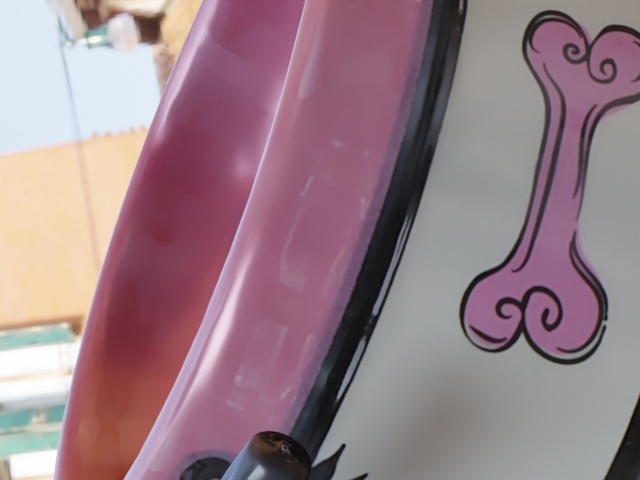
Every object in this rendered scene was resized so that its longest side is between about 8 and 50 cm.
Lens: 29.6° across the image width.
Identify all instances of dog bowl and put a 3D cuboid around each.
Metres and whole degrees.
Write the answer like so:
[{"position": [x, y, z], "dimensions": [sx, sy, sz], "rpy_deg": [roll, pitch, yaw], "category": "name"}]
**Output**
[{"position": [0.000, 0.000, 0.557], "dimensions": [0.408, 0.150, 0.408], "rpy_deg": [-160, 90, -74], "category": "dog bowl"}]

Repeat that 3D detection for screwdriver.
[{"position": [-0.043, 0.126, 0.356], "dimensions": [0.024, 0.025, 0.170], "rpy_deg": [1, -60, -45], "category": "screwdriver"}]
